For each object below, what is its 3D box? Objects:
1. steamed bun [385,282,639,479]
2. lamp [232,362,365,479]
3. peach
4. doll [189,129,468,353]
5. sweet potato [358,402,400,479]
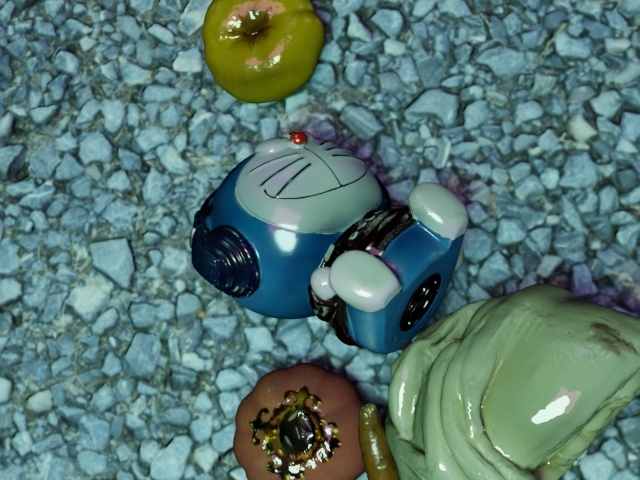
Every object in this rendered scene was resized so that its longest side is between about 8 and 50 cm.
[{"bbox_3d":[0.187,0.173,0.922,0.310,0.324,0.219,-45,71,-7],"label":"steamed bun"},{"bbox_3d":[-0.024,0.243,1.043,0.182,0.140,0.181,-3,77,13],"label":"lamp"},{"bbox_3d":[-0.080,-0.281,1.162,0.179,0.103,0.179,-2,83,15],"label":"peach"},{"bbox_3d":[0.000,0.000,1.017,0.310,0.284,0.240,32,132,28],"label":"doll"},{"bbox_3d":[0.086,0.317,1.005,0.057,0.057,0.264,-7,109,10],"label":"sweet potato"}]
